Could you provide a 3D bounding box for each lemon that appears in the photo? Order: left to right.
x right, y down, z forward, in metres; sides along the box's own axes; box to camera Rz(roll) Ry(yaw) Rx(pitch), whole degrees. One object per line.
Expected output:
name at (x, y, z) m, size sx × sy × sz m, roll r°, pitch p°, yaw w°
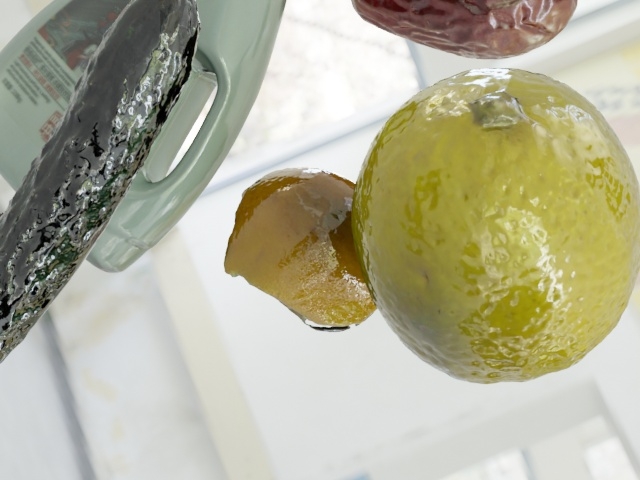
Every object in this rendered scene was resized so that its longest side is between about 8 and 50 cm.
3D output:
lemon at (0.148, -0.012, 1.400) m, size 0.267 × 0.267 × 0.267 m, roll 157°, pitch -90°, yaw -88°

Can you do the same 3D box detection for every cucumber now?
cucumber at (-0.168, -0.045, 1.169) m, size 0.081 × 0.303 × 0.072 m, roll 26°, pitch 15°, yaw -47°

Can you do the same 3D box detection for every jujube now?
jujube at (0.165, -0.299, 1.905) m, size 0.190 × 0.255 × 0.190 m, roll 1°, pitch 90°, yaw -78°

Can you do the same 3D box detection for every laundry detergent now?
laundry detergent at (-0.140, -0.187, 1.594) m, size 0.264 × 0.398 × 0.124 m, roll 46°, pitch 8°, yaw 30°

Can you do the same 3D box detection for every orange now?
orange at (0.000, 0.000, 1.525) m, size 0.112 × 0.169 × 0.160 m, roll -43°, pitch -121°, yaw 56°
